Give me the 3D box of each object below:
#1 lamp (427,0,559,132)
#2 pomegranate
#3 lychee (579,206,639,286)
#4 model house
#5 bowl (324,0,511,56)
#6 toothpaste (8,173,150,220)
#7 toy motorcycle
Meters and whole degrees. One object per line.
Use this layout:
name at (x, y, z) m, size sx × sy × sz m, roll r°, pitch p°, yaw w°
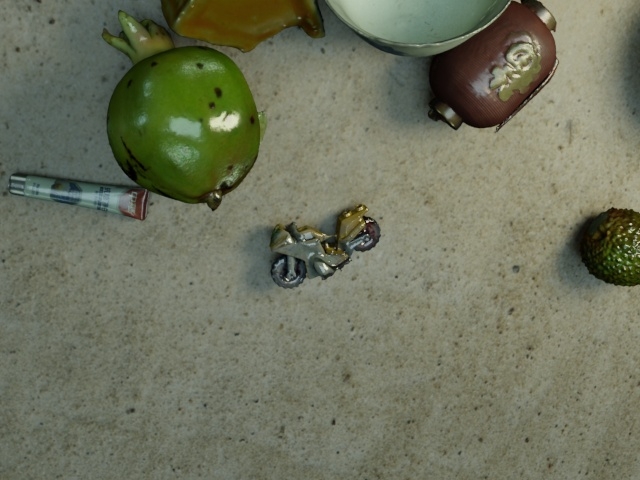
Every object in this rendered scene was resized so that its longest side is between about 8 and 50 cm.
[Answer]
lamp at (0.295, -0.294, 1.163) m, size 0.180 × 0.180 × 0.258 m, roll 38°, pitch 101°, yaw -19°
pomegranate at (-0.234, -0.213, 1.092) m, size 0.260 × 0.260 × 0.341 m, roll -36°, pitch 87°, yaw 7°
lychee at (0.606, 0.021, 1.342) m, size 0.171 × 0.171 × 0.171 m, roll -3°, pitch 112°, yaw -7°
model house at (-0.143, -0.434, 1.061) m, size 0.239 × 0.173 × 0.268 m, roll -19°, pitch 70°, yaw 6°
bowl at (0.151, -0.400, 1.098) m, size 0.313 × 0.146 × 0.314 m, roll -1°, pitch 68°, yaw 3°
toothpaste at (-0.431, -0.083, 1.217) m, size 0.238 × 0.039 × 0.062 m, roll 9°, pitch 103°, yaw -14°
toy motorcycle at (0.000, 0.000, 1.281) m, size 0.229 × 0.094 × 0.130 m, roll -27°, pitch 111°, yaw -3°
